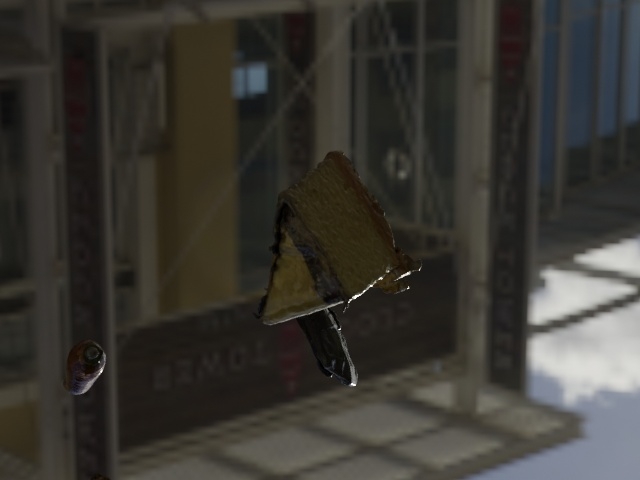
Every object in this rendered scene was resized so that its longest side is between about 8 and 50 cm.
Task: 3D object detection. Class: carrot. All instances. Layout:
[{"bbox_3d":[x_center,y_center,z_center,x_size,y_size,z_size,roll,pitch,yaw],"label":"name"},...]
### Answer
[{"bbox_3d":[-0.220,0.120,1.695,0.035,0.035,0.142,-5,161,-18],"label":"carrot"}]

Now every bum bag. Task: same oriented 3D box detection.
[{"bbox_3d":[-0.010,0.097,2.296,0.049,0.197,0.087,-31,155,14],"label":"bum bag"}]

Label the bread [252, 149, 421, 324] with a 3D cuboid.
[{"bbox_3d":[0.000,0.000,1.792,0.127,0.152,0.147,-13,-170,32],"label":"bread"}]

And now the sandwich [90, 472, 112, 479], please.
[{"bbox_3d":[-0.219,0.400,1.621,0.131,0.262,0.325,24,-148,-2],"label":"sandwich"}]
